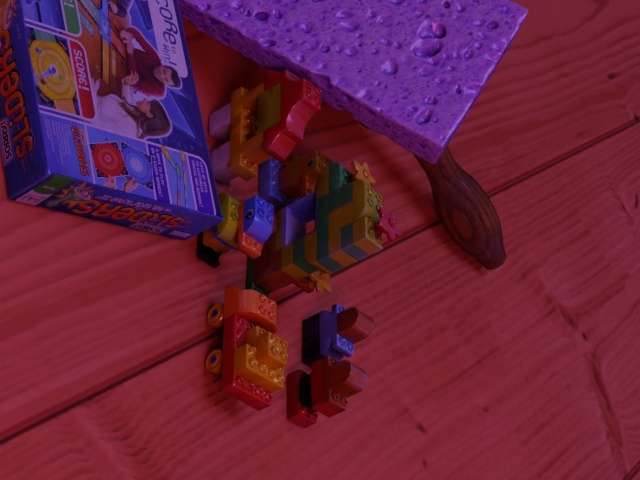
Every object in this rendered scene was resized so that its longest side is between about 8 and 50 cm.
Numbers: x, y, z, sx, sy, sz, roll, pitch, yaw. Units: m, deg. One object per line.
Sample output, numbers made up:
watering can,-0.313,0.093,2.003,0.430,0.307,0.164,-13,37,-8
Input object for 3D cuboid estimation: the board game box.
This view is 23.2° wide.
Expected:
board game box,-0.129,-0.107,0.887,0.136,0.035,0.201,15,55,-50

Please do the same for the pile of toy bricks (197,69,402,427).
pile of toy bricks,0.000,0.000,0.926,0.118,0.105,0.212,33,43,-39

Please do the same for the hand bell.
hand bell,0.077,-0.070,1.117,0.242,0.126,0.126,56,31,-33

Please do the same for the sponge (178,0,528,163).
sponge,0.012,-0.147,0.983,0.210,0.031,0.117,31,69,7
